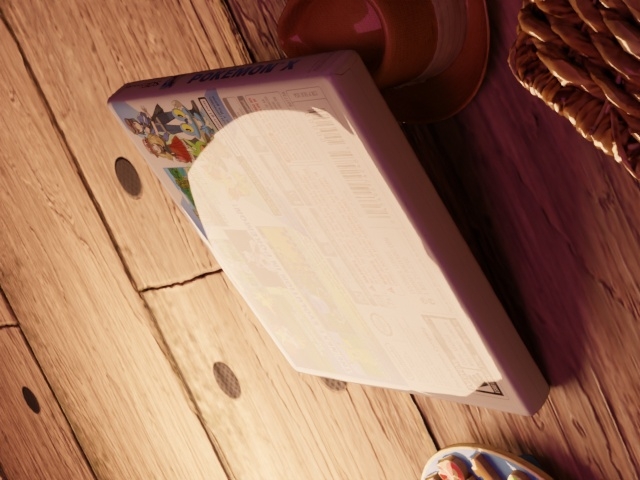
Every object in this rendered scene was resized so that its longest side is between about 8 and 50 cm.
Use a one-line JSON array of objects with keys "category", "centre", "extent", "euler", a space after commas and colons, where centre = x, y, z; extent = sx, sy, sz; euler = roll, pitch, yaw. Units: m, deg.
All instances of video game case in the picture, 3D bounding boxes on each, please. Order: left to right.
[{"category": "video game case", "centre": [0.000, 0.000, 0.935], "extent": [0.300, 0.036, 0.329], "euler": [3, 133, 50]}]

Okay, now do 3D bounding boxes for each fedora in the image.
[{"category": "fedora", "centre": [0.030, -0.157, 0.822], "extent": [0.194, 0.079, 0.194], "euler": [31, 136, 36]}]

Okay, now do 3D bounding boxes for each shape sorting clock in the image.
[{"category": "shape sorting clock", "centre": [0.167, 0.263, 0.987], "extent": [0.206, 0.040, 0.206], "euler": [31, 136, 35]}]

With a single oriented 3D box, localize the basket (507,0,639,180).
[{"category": "basket", "centre": [0.230, -0.035, 0.544], "extent": [0.299, 0.213, 0.223], "euler": [41, 140, 25]}]
